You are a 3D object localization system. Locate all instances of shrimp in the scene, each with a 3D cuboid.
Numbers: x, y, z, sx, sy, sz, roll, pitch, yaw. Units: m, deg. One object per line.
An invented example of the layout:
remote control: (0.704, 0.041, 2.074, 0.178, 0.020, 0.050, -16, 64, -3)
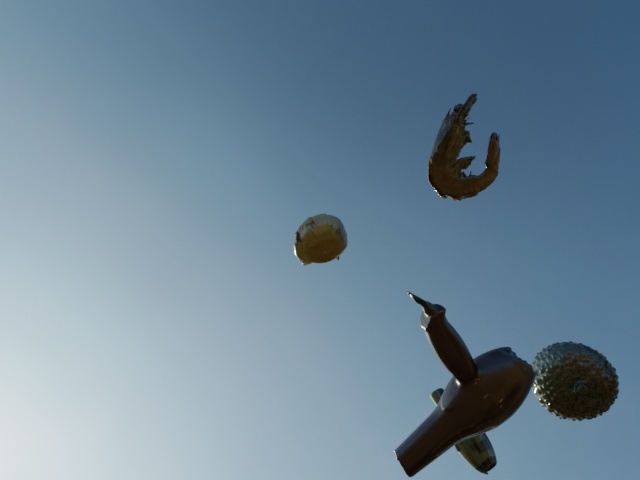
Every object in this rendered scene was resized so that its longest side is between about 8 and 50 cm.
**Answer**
shrimp: (0.347, -0.213, 1.260, 0.173, 0.058, 0.253, 27, -83, 23)

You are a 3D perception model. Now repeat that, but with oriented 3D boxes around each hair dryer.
hair dryer: (0.211, 0.244, 0.984, 0.313, 0.123, 0.340, -37, -68, -2)
hair dryer: (0.343, 0.416, 1.301, 0.089, 0.219, 0.224, -15, -66, -22)

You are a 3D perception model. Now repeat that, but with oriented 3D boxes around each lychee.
lychee: (0.788, 0.435, 1.678, 0.256, 0.274, 0.255, 1, -88, 19)

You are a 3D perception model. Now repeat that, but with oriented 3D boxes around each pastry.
pastry: (0.000, 0.000, 1.490, 0.166, 0.088, 0.165, -10, -42, -9)
